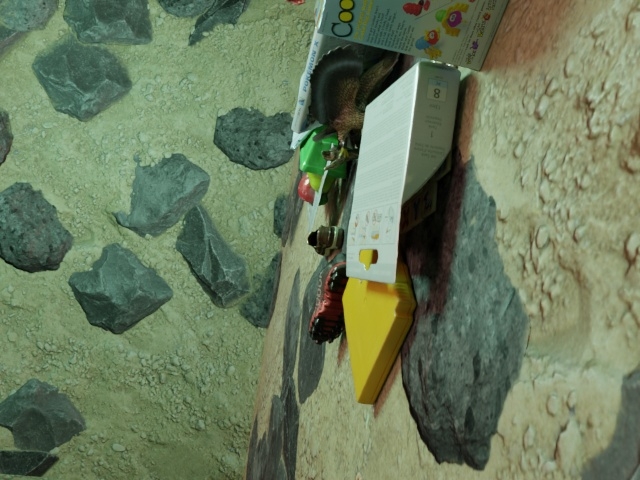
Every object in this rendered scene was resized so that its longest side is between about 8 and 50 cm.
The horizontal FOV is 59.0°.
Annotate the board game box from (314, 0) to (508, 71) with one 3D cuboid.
[{"bbox_3d":[0.141,-0.394,0.918,0.142,0.275,0.144,-95,18,-53],"label":"board game box"}]

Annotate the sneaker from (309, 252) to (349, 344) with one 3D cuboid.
[{"bbox_3d":[0.035,0.151,1.510,0.135,0.097,0.276,-98,22,-58],"label":"sneaker"}]

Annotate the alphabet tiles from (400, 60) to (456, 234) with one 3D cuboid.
[{"bbox_3d":[0.204,-0.195,1.139,0.285,0.011,0.343,130,148,-71],"label":"alphabet tiles"}]

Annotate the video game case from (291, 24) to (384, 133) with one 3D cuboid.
[{"bbox_3d":[0.064,-0.459,1.517,0.329,0.036,0.300,-33,-30,-45],"label":"video game case"}]

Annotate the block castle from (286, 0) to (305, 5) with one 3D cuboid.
[{"bbox_3d":[0.047,-0.880,1.832,0.453,0.303,0.213,164,121,-79],"label":"block castle"}]

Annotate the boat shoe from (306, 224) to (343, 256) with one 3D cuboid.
[{"bbox_3d":[0.001,-0.008,1.843,0.257,0.095,0.095,137,141,-74],"label":"boat shoe"}]

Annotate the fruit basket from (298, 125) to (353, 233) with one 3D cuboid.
[{"bbox_3d":[0.004,-0.228,1.924,0.327,0.165,0.353,-94,10,-52],"label":"fruit basket"}]

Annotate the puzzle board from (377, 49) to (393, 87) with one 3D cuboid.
[{"bbox_3d":[0.181,-0.481,1.532,0.128,0.011,0.096,155,125,-77],"label":"puzzle board"}]

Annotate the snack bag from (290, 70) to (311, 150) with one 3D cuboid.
[{"bbox_3d":[0.004,-0.496,1.826,0.323,0.037,0.343,-35,42,53],"label":"snack bag"}]

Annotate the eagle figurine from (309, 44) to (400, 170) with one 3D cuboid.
[{"bbox_3d":[0.086,-0.347,1.444,0.226,0.225,0.298,-86,-4,-69],"label":"eagle figurine"}]

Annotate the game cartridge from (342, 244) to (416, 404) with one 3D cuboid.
[{"bbox_3d":[0.118,0.136,1.218,0.324,0.052,0.285,-98,20,-52],"label":"game cartridge"}]

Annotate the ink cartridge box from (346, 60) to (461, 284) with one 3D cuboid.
[{"bbox_3d":[0.148,-0.110,1.101,0.308,0.091,0.385,175,102,-77],"label":"ink cartridge box"}]
